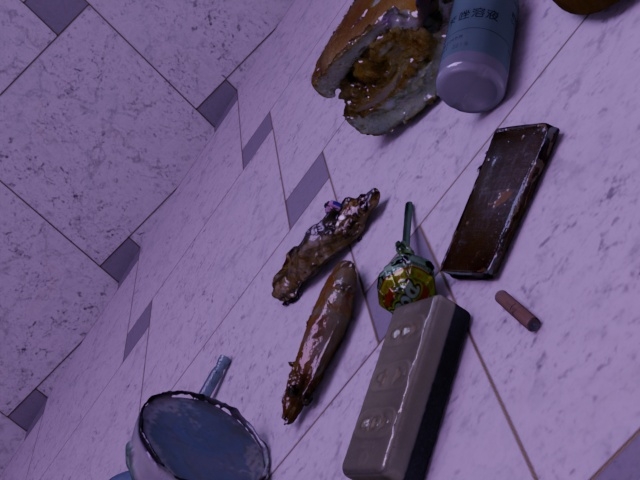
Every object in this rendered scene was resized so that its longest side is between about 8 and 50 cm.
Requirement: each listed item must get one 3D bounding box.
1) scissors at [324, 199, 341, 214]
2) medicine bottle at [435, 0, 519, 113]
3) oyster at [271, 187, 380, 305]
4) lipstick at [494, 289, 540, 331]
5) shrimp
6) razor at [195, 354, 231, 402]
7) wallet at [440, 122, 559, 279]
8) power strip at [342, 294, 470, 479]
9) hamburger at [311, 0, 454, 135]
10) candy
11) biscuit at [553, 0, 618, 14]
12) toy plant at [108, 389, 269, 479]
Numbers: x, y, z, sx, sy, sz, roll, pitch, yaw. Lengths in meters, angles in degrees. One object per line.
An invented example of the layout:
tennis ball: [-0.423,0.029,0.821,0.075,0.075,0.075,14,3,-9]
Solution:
scissors: [0.024,-0.061,1.822,0.039,0.012,0.113,-58,20,4]
medicine bottle: [0.270,-0.368,1.522,0.110,0.110,0.352,-35,31,49]
oyster: [-0.001,0.002,1.723,0.345,0.078,0.129,-45,16,42]
lipstick: [0.234,0.083,1.102,0.019,0.019,0.094,-57,20,7]
shrimp: [-0.008,0.166,1.520,0.294,0.062,0.154,-65,8,-23]
razor: [-0.245,0.336,1.860,0.232,0.068,0.106,-60,20,-21]
wallet: [0.243,-0.053,1.259,0.122,0.031,0.232,2,65,63]
power strip: [0.108,0.196,1.173,0.105,0.070,0.257,-27,39,57]
hamburger: [0.140,-0.377,1.728,0.318,0.195,0.277,-35,28,44]
candy: [0.134,0.010,1.393,0.091,0.083,0.305,-50,14,29]
biscuit: [0.441,-0.476,1.337,0.314,0.063,0.367,-49,22,21]
toy plant: [-0.256,0.442,1.519,0.332,0.247,0.247,-59,18,21]
